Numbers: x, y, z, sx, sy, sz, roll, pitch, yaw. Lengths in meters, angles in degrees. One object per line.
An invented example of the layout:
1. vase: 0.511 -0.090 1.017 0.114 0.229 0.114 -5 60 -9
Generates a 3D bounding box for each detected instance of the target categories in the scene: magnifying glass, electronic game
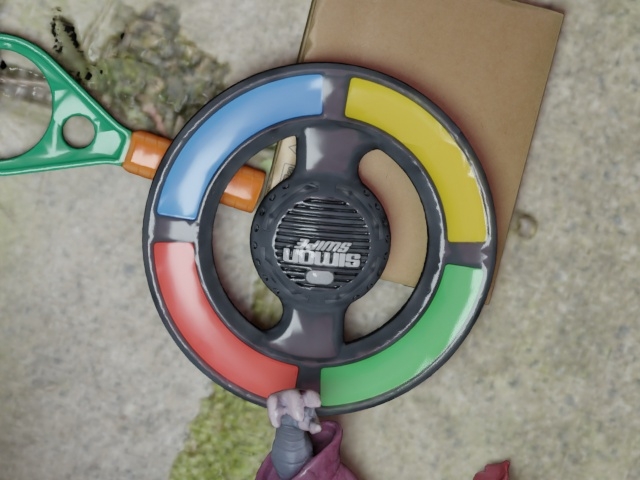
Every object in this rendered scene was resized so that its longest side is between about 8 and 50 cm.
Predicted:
1. magnifying glass: -0.149 -0.068 1.299 0.231 0.026 0.092 19 94 -4
2. electronic game: 0.000 0.000 1.281 0.229 0.048 0.229 -1 98 -5

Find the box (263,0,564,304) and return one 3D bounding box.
1. box: 0.058 -0.072 1.313 0.164 0.021 0.201 14 95 -6

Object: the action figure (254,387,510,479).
1. action figure: 0.002 0.254 1.254 0.370 0.276 0.248 -20 62 -35
